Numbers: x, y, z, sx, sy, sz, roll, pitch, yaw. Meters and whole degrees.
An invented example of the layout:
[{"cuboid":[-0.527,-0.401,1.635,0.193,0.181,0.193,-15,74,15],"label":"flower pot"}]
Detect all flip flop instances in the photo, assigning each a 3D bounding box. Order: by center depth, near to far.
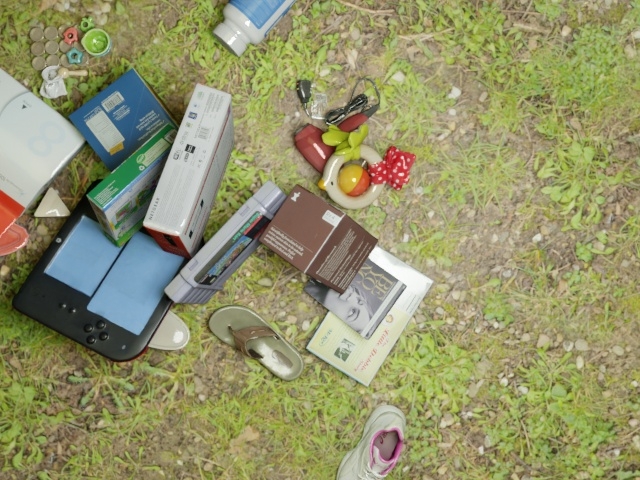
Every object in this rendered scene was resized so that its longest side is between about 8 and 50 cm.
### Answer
[{"cuboid":[-0.160,0.263,1.586,0.277,0.080,0.112,39,90,-1],"label":"flip flop"}]

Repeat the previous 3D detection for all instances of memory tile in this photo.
[{"cuboid":[-0.674,-0.500,1.605,0.148,0.012,0.113,-5,91,0],"label":"memory tile"}]

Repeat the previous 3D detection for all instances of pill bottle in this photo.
[{"cuboid":[-0.167,-0.573,1.554,0.124,0.124,0.221,41,89,-1],"label":"pill bottle"}]

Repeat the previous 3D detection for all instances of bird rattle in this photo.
[{"cuboid":[0.100,-0.175,1.544,0.254,0.143,0.206,31,94,-34],"label":"bird rattle"}]

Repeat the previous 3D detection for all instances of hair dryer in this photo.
[{"cuboid":[0.044,-0.274,1.583,0.224,0.080,0.293,1,93,-3],"label":"hair dryer"}]

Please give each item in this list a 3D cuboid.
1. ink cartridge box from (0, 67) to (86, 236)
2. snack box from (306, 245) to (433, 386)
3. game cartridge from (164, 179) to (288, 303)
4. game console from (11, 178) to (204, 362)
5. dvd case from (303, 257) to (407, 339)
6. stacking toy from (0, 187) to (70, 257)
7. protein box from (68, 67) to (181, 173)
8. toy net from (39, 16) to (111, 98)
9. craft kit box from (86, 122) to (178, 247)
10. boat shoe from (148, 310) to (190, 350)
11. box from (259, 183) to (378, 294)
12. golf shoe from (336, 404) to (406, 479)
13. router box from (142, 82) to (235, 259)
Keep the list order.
[{"cuboid":[-0.807,-0.203,1.481,0.308,0.091,0.385,40,69,-15],"label":"ink cartridge box"},{"cuboid":[0.126,0.189,1.598,0.187,0.060,0.321,32,90,2],"label":"snack box"},{"cuboid":[-0.207,0.015,1.508,0.068,0.230,0.355,43,91,5],"label":"game cartridge"},{"cuboid":[-0.510,0.073,1.537,0.342,0.060,0.386,29,71,-2],"label":"game console"},{"cuboid":[0.083,0.118,1.551,0.221,0.018,0.164,36,92,28],"label":"dvd case"},{"cuboid":[-0.819,-0.116,1.587,0.280,0.130,0.308,-25,94,-26],"label":"stacking toy"},{"cuboid":[-0.466,-0.276,1.548,0.200,0.136,0.201,-37,91,-1],"label":"protein box"},{"cuboid":[-0.641,-0.462,1.576,0.232,0.045,0.122,-43,91,0],"label":"toy net"},{"cuboid":[-0.416,-0.123,1.459,0.061,0.246,0.250,38,68,9],"label":"craft kit box"},{"cuboid":[-0.494,0.199,1.588,0.335,0.095,0.112,19,73,-5],"label":"boat shoe"},{"cuboid":[0.000,0.000,1.499,0.168,0.203,0.167,34,91,35],"label":"box"},{"cuboid":[0.123,0.567,1.566,0.115,0.140,0.306,24,92,-2],"label":"golf shoe"},{"cuboid":[-0.291,-0.143,1.437,0.082,0.301,0.335,18,76,-2],"label":"router box"}]
